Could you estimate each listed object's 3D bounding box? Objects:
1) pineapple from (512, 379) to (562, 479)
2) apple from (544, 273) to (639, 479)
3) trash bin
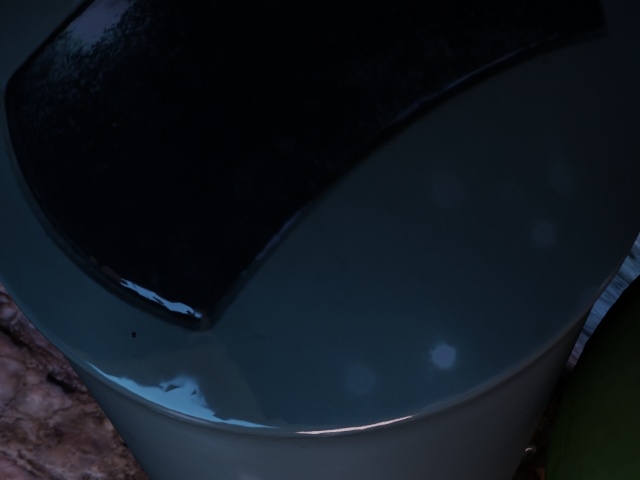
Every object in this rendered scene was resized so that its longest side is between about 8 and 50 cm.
[{"bbox_3d":[0.202,0.217,1.437,0.357,0.223,0.223,14,164,11],"label":"pineapple"},{"bbox_3d":[0.245,0.123,0.760,0.292,0.254,0.292,32,163,11],"label":"apple"},{"bbox_3d":[0.000,0.000,0.777,0.280,0.280,0.432,31,161,14],"label":"trash bin"}]
